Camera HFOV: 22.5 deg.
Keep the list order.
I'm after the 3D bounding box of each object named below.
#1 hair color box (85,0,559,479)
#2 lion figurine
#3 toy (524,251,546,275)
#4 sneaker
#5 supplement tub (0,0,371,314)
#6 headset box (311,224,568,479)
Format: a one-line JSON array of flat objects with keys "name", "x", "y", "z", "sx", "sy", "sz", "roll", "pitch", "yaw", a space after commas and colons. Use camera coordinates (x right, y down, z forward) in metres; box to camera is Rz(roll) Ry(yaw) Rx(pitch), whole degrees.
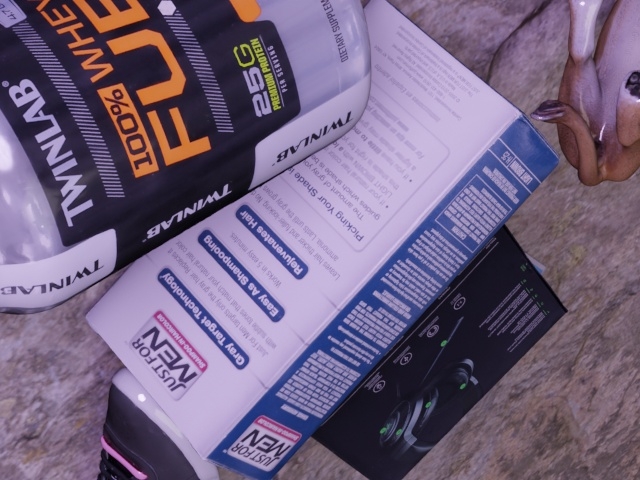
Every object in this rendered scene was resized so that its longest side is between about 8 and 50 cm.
[{"name": "hair color box", "x": 0.000, "y": 0.000, "z": 1.253, "sx": 0.347, "sy": 0.174, "sz": 0.105, "roll": -47, "pitch": 147, "yaw": 4}, {"name": "lion figurine", "x": 0.275, "y": -0.159, "z": 1.354, "sx": 0.392, "sy": 0.142, "sz": 0.240, "roll": -46, "pitch": 157, "yaw": -26}, {"name": "toy", "x": 0.146, "y": 0.115, "z": 1.637, "sx": 0.237, "sy": 0.056, "sz": 0.137, "roll": -50, "pitch": 148, "yaw": 7}, {"name": "sneaker", "x": -0.169, "y": 0.229, "z": 1.374, "sx": 0.147, "sy": 0.104, "sz": 0.295, "roll": -37, "pitch": 150, "yaw": -21}, {"name": "supplement tub", "x": -0.140, "y": -0.082, "z": 0.984, "sx": 0.316, "sy": 0.193, "sz": 0.193, "roll": -33, "pitch": 145, "yaw": -25}, {"name": "headset box", "x": 0.065, "y": 0.069, "z": 1.434, "sx": 0.246, "sy": 0.131, "sz": 0.283, "roll": -46, "pitch": 146, "yaw": 0}]
